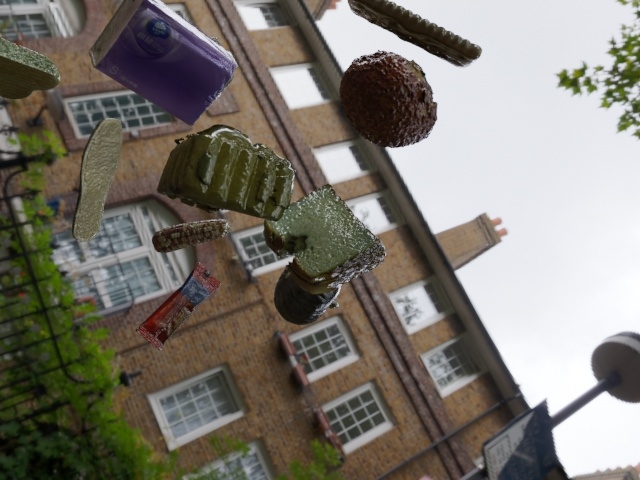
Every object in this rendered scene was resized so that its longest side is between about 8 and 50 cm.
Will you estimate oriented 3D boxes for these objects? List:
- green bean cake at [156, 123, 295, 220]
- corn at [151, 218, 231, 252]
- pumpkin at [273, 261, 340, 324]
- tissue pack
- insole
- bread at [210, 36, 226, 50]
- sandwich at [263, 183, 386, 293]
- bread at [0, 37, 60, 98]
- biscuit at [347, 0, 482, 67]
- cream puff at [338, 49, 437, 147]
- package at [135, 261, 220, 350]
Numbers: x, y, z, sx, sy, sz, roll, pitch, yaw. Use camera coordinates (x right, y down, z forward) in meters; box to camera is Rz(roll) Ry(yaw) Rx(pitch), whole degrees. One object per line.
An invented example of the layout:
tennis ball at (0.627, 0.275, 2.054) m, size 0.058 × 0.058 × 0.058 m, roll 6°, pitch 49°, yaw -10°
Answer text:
green bean cake at (-0.230, -0.166, 1.530) m, size 0.310 × 0.285 × 0.202 m, roll 6°, pitch -100°, yaw 61°
corn at (-0.383, -0.016, 1.826) m, size 0.079 × 0.237 × 0.079 m, roll -11°, pitch 90°, yaw -79°
pumpkin at (-0.031, 0.165, 2.025) m, size 0.216 × 0.250 × 0.250 m, roll 30°, pitch -36°, yaw -9°
tissue pack at (-0.435, -0.509, 1.747) m, size 0.242 × 0.338 × 0.160 m, roll -49°, pitch -139°, yaw 15°
insole at (-0.423, -0.112, 1.170) m, size 0.011 × 0.081 × 0.248 m, roll 25°, pitch -73°, yaw 28°
bread at (-0.396, -0.617, 2.058) m, size 0.105 × 0.152 × 0.077 m, roll 56°, pitch -32°, yaw 26°
sandwich at (0.000, 0.001, 1.635) m, size 0.273 × 0.249 × 0.095 m, roll 50°, pitch -27°, yaw 31°
bread at (-0.751, -0.391, 1.386) m, size 0.207 × 0.286 × 0.056 m, roll -15°, pitch -108°, yaw 30°
biscuit at (0.205, -0.478, 1.400) m, size 0.325 × 0.217 × 0.044 m, roll 27°, pitch -78°, yaw -2°
cream puff at (0.197, -0.432, 1.939) m, size 0.350 × 0.229 × 0.350 m, roll 33°, pitch -34°, yaw 26°
package at (-0.310, 0.145, 1.361) m, size 0.022 × 0.200 × 0.083 m, roll 26°, pitch -22°, yaw 46°
